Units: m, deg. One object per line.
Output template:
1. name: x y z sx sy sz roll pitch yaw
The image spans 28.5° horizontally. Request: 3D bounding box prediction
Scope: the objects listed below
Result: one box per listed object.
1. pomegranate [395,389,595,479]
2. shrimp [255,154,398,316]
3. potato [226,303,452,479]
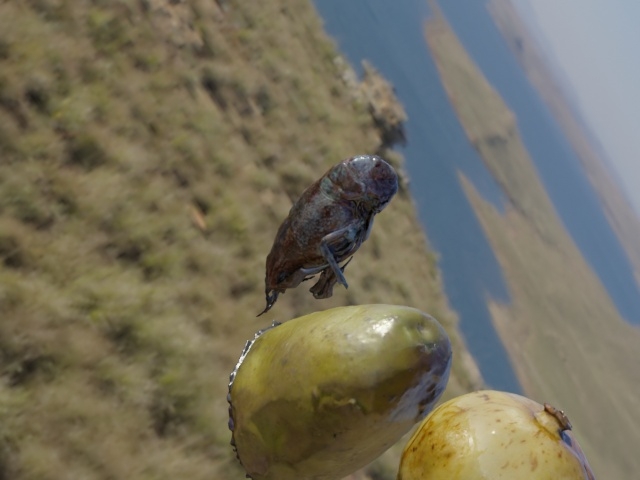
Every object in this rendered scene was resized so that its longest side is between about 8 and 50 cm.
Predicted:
1. pomegranate: 0.195 0.258 1.334 0.215 0.215 0.215 55 14 -21
2. shrimp: -0.001 0.000 1.073 0.073 0.190 0.075 30 24 -14
3. potato: 0.039 0.170 1.502 0.229 0.266 0.229 18 61 -35
